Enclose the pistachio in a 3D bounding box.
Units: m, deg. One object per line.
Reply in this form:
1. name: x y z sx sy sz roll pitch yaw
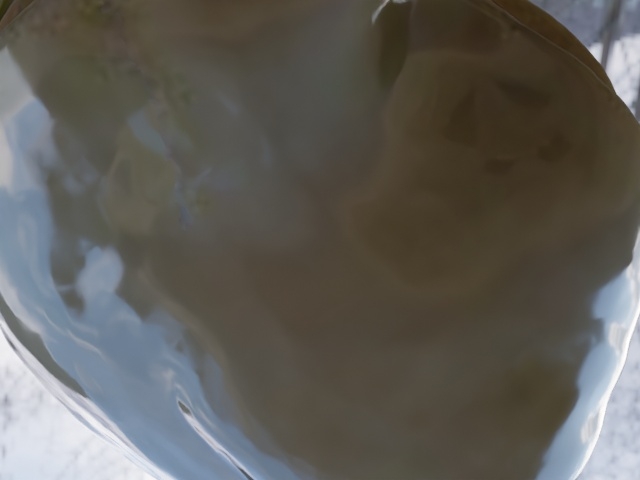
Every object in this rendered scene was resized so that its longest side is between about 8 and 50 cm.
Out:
1. pistachio: 0.000 0.000 0.800 0.365 0.445 0.281 -24 -148 13
